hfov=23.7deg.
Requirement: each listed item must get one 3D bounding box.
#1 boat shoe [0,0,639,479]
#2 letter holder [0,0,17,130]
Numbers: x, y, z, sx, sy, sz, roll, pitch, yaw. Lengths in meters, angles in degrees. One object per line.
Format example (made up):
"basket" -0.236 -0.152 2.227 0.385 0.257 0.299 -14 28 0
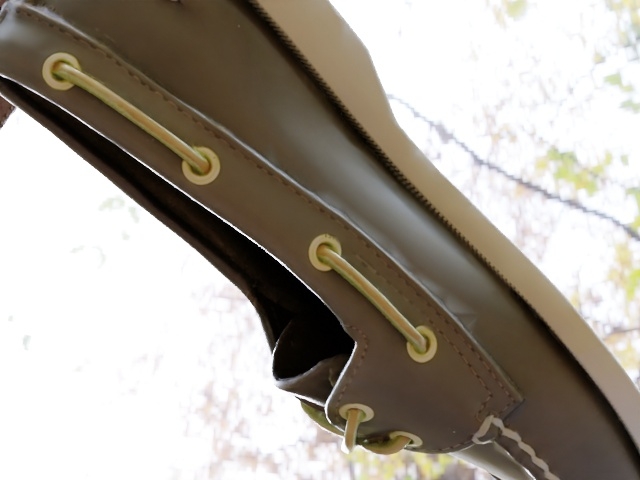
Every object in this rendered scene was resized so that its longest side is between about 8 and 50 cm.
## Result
"boat shoe" 0.012 0.016 0.523 0.091 0.109 0.305 -46 -71 -13
"letter holder" -0.233 -0.217 0.877 0.152 0.301 0.214 10 -31 38
